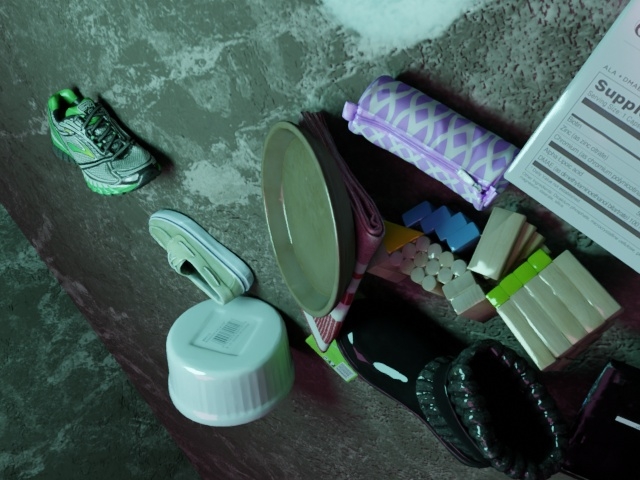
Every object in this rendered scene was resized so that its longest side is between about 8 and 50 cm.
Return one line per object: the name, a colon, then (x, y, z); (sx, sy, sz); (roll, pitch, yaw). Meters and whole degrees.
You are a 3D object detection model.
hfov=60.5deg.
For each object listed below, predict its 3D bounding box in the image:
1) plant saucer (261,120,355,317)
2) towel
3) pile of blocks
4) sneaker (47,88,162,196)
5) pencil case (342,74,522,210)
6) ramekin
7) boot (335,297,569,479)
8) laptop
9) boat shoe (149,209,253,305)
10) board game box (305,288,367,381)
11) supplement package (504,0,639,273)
plant saucer: (-0.021, -0.030, 0.773); (0.278, 0.041, 0.278); (167, 90, -69)
towel: (0.000, 0.000, 0.841); (0.329, 0.037, 0.237); (107, 144, -51)
pile of blocks: (0.204, 0.033, 0.710); (0.362, 0.149, 0.112); (29, -176, 40)
sneaker: (-0.472, -0.207, 1.151); (0.343, 0.134, 0.146); (30, 140, 25)
pencil case: (0.131, -0.113, 0.639); (0.206, 0.088, 0.086); (35, 141, 19)
ramekin: (-0.193, 0.241, 1.170); (0.277, 0.277, 0.135); (23, 131, 31)
boot: (0.162, 0.185, 0.776); (0.348, 0.131, 0.260); (38, 167, 15)
laptop: (0.420, 0.271, 0.710); (0.234, 0.136, 0.265); (20, 114, 10)
boat shoe: (-0.285, 0.031, 1.211); (0.302, 0.094, 0.109); (31, 141, 23)
board game box: (0.064, 0.184, 1.038); (0.124, 0.039, 0.259); (44, 147, 5)
supplement package: (0.285, -0.089, 0.344); (0.204, 0.262, 0.145); (39, 144, 14)
